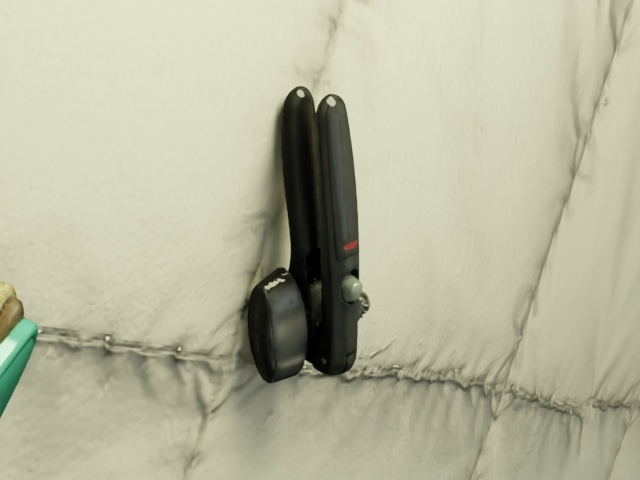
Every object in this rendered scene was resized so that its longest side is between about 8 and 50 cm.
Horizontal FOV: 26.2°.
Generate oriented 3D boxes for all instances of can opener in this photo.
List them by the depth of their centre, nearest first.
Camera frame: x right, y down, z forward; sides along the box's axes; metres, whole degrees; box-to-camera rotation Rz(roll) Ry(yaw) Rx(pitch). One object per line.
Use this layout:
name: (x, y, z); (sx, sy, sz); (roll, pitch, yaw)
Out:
can opener: (0.000, 0.000, 0.814); (0.073, 0.059, 0.186); (-30, 132, -50)

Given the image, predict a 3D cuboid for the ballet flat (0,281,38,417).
ballet flat: (-0.218, 0.156, 0.468); (0.349, 0.123, 0.123); (-66, 152, -8)
